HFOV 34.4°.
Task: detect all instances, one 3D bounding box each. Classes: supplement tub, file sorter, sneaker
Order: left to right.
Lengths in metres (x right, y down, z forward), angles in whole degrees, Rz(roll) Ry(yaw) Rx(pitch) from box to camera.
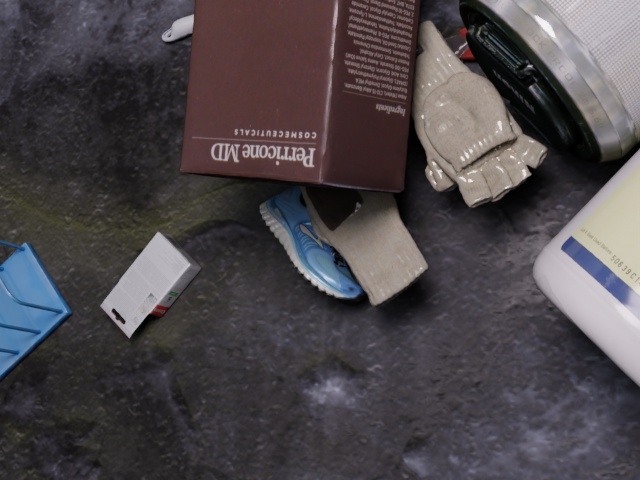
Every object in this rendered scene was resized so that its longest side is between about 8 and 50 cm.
[{"bbox_3d":[-0.416,0.092,1.258,0.170,0.104,0.118,-42,66,10],"label":"file sorter"},{"bbox_3d":[0.000,0.000,1.117,0.073,0.063,0.162,-40,66,7],"label":"sneaker"},{"bbox_3d":[0.366,-0.010,0.861,0.325,0.235,0.235,-47,65,8],"label":"supplement tub"}]

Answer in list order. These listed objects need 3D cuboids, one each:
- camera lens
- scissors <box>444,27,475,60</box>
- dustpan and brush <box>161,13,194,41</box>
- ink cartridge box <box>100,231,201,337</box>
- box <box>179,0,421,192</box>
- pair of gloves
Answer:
[{"bbox_3d":[0.283,-0.223,0.946,0.274,0.219,0.219,-40,66,4],"label":"camera lens"},{"bbox_3d":[0.150,-0.219,1.126,0.297,0.021,0.109,3,82,25],"label":"scissors"},{"bbox_3d":[-0.107,-0.294,1.241,0.211,0.060,0.147,-20,63,12],"label":"dustpan and brush"},{"bbox_3d":[-0.199,0.054,1.212,0.063,0.029,0.115,43,98,25],"label":"ink cartridge box"},{"bbox_3d":[-0.014,-0.243,1.003,0.191,0.143,0.381,6,94,39],"label":"box"},{"bbox_3d":[0.086,-0.075,1.049,0.240,0.042,0.204,-46,62,17],"label":"pair of gloves"}]
